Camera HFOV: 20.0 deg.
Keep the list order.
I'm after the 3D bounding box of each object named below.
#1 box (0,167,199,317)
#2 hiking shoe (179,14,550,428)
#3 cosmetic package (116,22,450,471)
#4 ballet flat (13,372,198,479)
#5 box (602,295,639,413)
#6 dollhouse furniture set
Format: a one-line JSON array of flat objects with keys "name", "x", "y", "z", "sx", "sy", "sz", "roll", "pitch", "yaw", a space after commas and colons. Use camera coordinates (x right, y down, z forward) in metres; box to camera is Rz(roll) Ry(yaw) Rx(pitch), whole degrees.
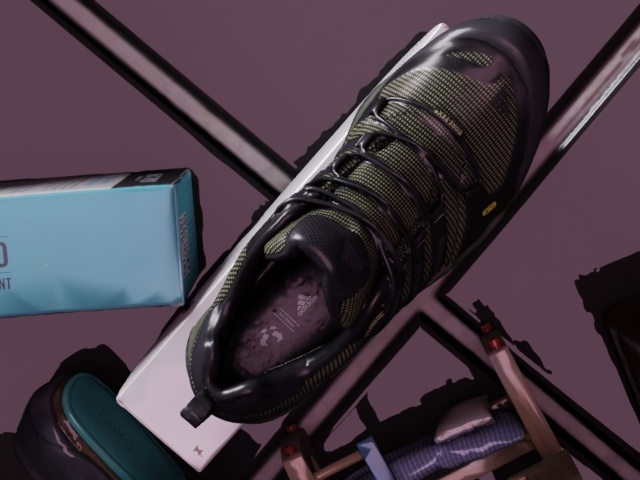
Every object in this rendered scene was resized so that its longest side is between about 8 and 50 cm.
[{"name": "box", "x": -0.186, "y": 0.006, "z": 0.906, "sx": 0.244, "sy": 0.100, "sz": 0.060, "roll": -4, "pitch": 97, "yaw": 1}, {"name": "hiking shoe", "x": 0.025, "y": -0.002, "z": 0.797, "sx": 0.086, "sy": 0.114, "sz": 0.227, "roll": 38, "pitch": 94, "yaw": -2}, {"name": "cosmetic package", "x": 0.000, "y": 0.000, "z": 0.905, "sx": 0.060, "sy": 0.099, "sz": 0.239, "roll": 41, "pitch": 94, "yaw": -4}, {"name": "ballet flat", "x": -0.081, "y": 0.153, "z": 0.941, "sx": 0.074, "sy": 0.074, "sz": 0.203, "roll": -44, "pitch": 100, "yaw": 4}, {"name": "box", "x": 0.354, "y": 0.055, "z": 0.889, "sx": 0.381, "sy": 0.143, "sz": 0.191, "roll": -23, "pitch": 95, "yaw": 4}, {"name": "dollhouse furniture set", "x": 0.064, "y": 0.135, "z": 0.873, "sx": 0.129, "sy": 0.184, "sz": 0.129, "roll": -28, "pitch": 95, "yaw": 3}]
